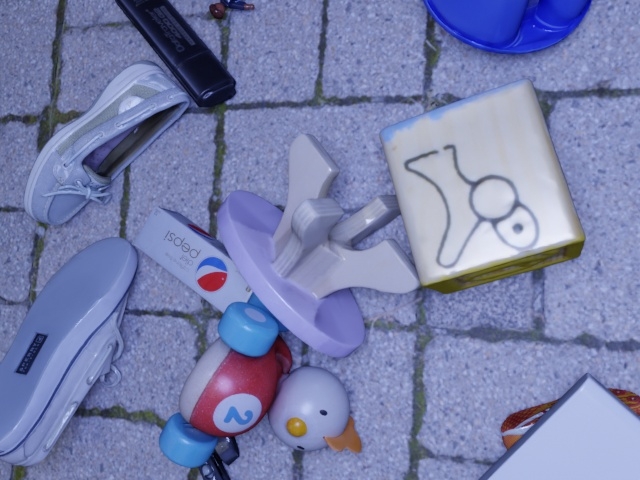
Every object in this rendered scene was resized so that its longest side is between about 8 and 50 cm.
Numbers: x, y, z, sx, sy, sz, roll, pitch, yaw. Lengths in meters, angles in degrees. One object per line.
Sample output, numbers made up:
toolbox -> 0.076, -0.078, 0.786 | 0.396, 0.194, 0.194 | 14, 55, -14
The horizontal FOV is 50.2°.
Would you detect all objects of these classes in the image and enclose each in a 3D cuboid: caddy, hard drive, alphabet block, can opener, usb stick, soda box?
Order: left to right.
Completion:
usb stick -> -0.238, -0.324, 1.108 | 0.077, 0.045, 0.278 | -32, 71, -20
soda box -> -0.175, 0.035, 1.035 | 0.216, 0.069, 0.074 | 34, 95, 21
can opener -> -0.143, 0.351, 0.987 | 0.073, 0.059, 0.186 | -28, 74, 13
alphabet block -> 0.202, -0.054, 0.849 | 0.192, 0.193, 0.197 | -17, 78, 18
caddy -> 0.231, -0.412, 0.899 | 0.241, 0.179, 0.341 | -20, 76, -9
hard drive -> 0.366, 0.356, 0.781 | 0.353, 0.047, 0.233 | 42, 105, 11

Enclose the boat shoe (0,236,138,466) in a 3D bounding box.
boat shoe -> -0.371, 0.176, 1.056 | 0.136, 0.156, 0.367 | 6, 56, 24

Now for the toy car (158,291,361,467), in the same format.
toy car -> -0.047, 0.216, 0.908 | 0.238, 0.210, 0.219 | 30, 105, 7

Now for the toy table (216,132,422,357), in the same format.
toy table -> 0.000, 0.000, 0.900 | 0.274, 0.252, 0.161 | 48, 116, 6

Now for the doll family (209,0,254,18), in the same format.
doll family -> -0.176, -0.434, 1.092 | 0.193, 0.076, 0.111 | 38, 77, 24

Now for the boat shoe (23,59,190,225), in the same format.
boat shoe -> -0.345, -0.141, 1.095 | 0.320, 0.118, 0.103 | -47, 70, 0

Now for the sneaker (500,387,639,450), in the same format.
sneaker -> 0.316, 0.231, 0.852 | 0.175, 0.064, 0.067 | -22, 98, 19
